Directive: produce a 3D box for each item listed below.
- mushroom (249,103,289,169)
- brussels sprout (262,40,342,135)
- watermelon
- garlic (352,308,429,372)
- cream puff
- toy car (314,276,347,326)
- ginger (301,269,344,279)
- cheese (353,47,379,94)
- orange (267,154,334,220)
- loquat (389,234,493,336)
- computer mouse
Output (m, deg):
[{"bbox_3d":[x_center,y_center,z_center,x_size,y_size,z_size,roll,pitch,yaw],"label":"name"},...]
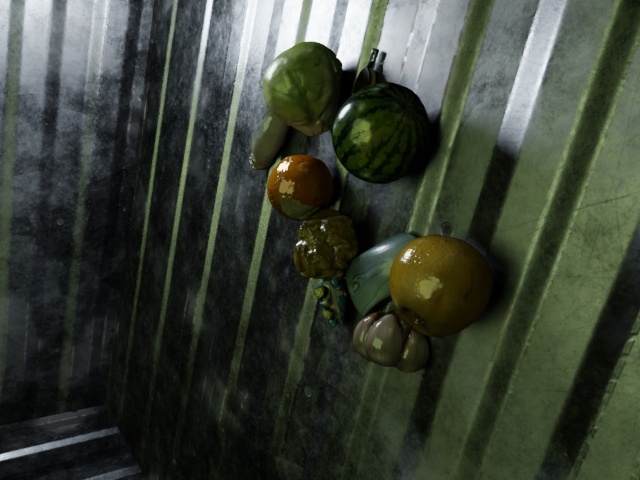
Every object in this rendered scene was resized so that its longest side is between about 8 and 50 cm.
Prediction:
[{"bbox_3d":[-0.195,-0.448,2.127,0.177,0.126,0.396,-117,44,-56],"label":"mushroom"},{"bbox_3d":[-0.062,-0.528,1.871,0.242,0.274,0.316,-87,0,-71],"label":"brussels sprout"},{"bbox_3d":[0.174,-0.310,1.563,0.285,0.285,0.284,1,92,50],"label":"watermelon"},{"bbox_3d":[0.207,0.311,1.633,0.214,0.160,0.191,20,111,51],"label":"garlic"},{"bbox_3d":[0.012,0.007,1.804,0.244,0.244,0.196,28,139,46],"label":"cream puff"},{"bbox_3d":[0.058,0.207,1.848,0.098,0.126,0.161,-26,76,29],"label":"toy car"},{"bbox_3d":[-0.002,0.084,1.939,0.206,0.081,0.115,-7,116,42],"label":"ginger"},{"bbox_3d":[0.157,-0.550,1.770,0.086,0.036,0.162,37,118,47],"label":"cheese"},{"bbox_3d":[-0.070,-0.184,1.892,0.240,0.240,0.239,1,92,50],"label":"orange"},{"bbox_3d":[0.317,0.109,1.420,0.275,0.275,0.274,1,92,50],"label":"loquat"},{"bbox_3d":[0.182,0.111,1.697,0.371,0.122,0.188,-42,59,46],"label":"computer mouse"}]
